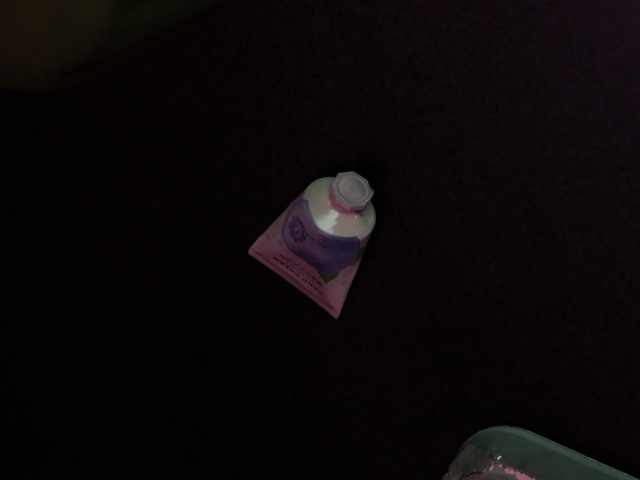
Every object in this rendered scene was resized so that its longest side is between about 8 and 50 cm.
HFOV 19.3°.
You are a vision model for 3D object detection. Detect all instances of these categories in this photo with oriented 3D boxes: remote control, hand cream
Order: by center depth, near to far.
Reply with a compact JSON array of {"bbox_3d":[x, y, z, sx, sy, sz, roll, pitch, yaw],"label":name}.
[{"bbox_3d":[0.000,0.000,1.359,0.084,0.053,0.142,37,142,3],"label":"hand cream"},{"bbox_3d":[0.204,0.216,1.374,0.247,0.052,0.104,22,127,20],"label":"remote control"}]

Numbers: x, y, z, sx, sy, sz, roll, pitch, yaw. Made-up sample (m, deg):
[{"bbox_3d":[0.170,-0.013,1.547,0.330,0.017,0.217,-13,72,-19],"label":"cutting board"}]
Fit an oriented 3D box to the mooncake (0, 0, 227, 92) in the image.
[{"bbox_3d":[-0.169,-0.264,1.153,0.351,0.187,0.351,24,128,35],"label":"mooncake"}]
